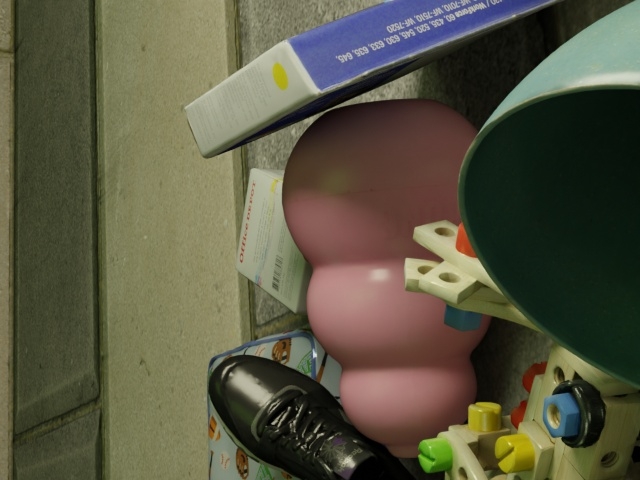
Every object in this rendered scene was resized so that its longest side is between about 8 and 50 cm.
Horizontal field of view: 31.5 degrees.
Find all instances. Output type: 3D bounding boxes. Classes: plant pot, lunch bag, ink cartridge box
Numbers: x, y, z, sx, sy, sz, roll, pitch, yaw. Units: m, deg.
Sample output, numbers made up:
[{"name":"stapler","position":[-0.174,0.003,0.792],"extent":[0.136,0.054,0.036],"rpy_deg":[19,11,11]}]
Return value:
[{"name":"plant pot","position":[0.258,-0.051,0.704],"extent":[0.195,0.290,0.290],"rpy_deg":[-57,16,-28]},{"name":"lunch bag","position":[-0.035,0.234,1.328],"extent":[0.303,0.115,0.243],"rpy_deg":[-25,67,57]},{"name":"ink cartridge box","position":[0.067,-0.179,1.009],"extent":[0.307,0.304,0.072],"rpy_deg":[-20,95,61]},{"name":"ink cartridge box","position":[0.000,0.000,1.276],"extent":[0.176,0.127,0.128],"rpy_deg":[31,114,59]}]

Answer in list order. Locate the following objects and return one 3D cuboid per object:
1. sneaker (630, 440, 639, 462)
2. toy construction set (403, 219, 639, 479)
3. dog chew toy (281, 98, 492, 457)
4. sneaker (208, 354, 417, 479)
[{"name":"sneaker","position":[0.260,0.143,0.882],"extent":[0.083,0.032,0.037],"rpy_deg":[112,147,-48]},{"name":"toy construction set","position":[0.162,0.137,0.909],"extent":[0.215,0.151,0.327],"rpy_deg":[-126,23,-55]},{"name":"dog chew toy","position":[0.073,0.038,1.076],"extent":[0.207,0.207,0.331],"rpy_deg":[-7,87,61]},{"name":"sneaker","position":[0.011,0.201,1.115],"extent":[0.283,0.107,0.124],"rpy_deg":[39,161,9]}]
